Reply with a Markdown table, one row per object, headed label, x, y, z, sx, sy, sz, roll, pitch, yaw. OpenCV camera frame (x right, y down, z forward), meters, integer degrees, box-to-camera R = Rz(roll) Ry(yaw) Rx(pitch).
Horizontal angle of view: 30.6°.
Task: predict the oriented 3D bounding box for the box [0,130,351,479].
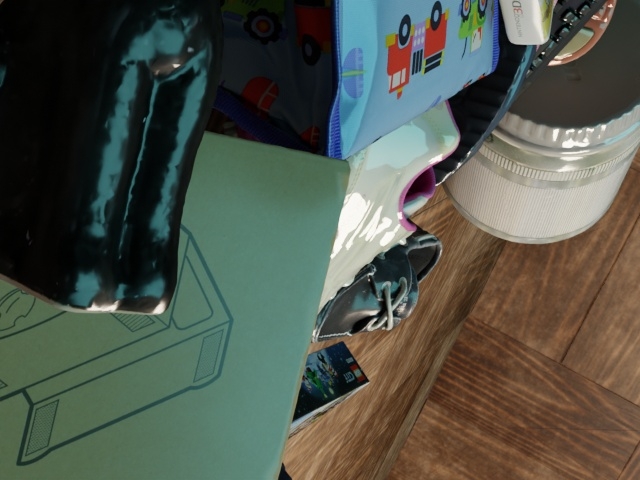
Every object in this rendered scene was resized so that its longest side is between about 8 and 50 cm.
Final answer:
| label | x | y | z | sx | sy | sz | roll | pitch | yaw |
| --- | --- | --- | --- | --- | --- | --- | --- | --- | --- |
| box | -0.093 | 0.030 | 0.441 | 0.201 | 0.021 | 0.165 | 11 | 96 | -31 |

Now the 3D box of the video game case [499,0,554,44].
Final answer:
| label | x | y | z | sx | sy | sz | roll | pitch | yaw |
| --- | --- | --- | --- | --- | --- | --- | --- | --- | --- |
| video game case | 0.105 | -0.248 | 0.581 | 0.206 | 0.026 | 0.227 | 57 | 40 | -61 |

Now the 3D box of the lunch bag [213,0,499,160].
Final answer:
| label | x | y | z | sx | sy | sz | roll | pitch | yaw |
| --- | --- | --- | --- | --- | --- | --- | --- | --- | --- |
| lunch bag | 0.021 | -0.210 | 0.546 | 0.221 | 0.138 | 0.293 | -36 | 142 | -57 |

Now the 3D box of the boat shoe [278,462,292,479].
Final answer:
| label | x | y | z | sx | sy | sz | roll | pitch | yaw |
| --- | --- | --- | --- | --- | --- | --- | --- | --- | --- |
| boat shoe | -0.124 | 0.275 | 1.001 | 0.340 | 0.158 | 0.127 | 5 | 120 | -45 |

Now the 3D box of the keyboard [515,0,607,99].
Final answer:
| label | x | y | z | sx | sy | sz | roll | pitch | yaw |
| --- | --- | --- | --- | --- | --- | --- | --- | --- | --- |
| keyboard | 0.127 | -0.155 | 1.000 | 0.317 | 0.033 | 0.201 | -49 | 143 | 18 |

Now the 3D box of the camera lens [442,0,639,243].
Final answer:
| label | x | y | z | sx | sy | sz | roll | pitch | yaw |
| --- | --- | --- | --- | --- | --- | --- | --- | --- | --- |
| camera lens | 0.244 | -0.138 | 1.288 | 0.219 | 0.219 | 0.274 | -57 | 166 | -20 |

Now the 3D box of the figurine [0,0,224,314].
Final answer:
| label | x | y | z | sx | sy | sz | roll | pitch | yaw |
| --- | --- | --- | --- | --- | --- | --- | --- | --- | --- |
| figurine | -0.102 | -0.093 | 0.295 | 0.214 | 0.092 | 0.210 | 4 | 108 | -52 |

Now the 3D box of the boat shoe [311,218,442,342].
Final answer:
| label | x | y | z | sx | sy | sz | roll | pitch | yaw |
| --- | --- | --- | --- | --- | --- | --- | --- | --- | --- |
| boat shoe | 0.047 | 0.044 | 1.169 | 0.301 | 0.102 | 0.108 | -34 | 150 | -64 |

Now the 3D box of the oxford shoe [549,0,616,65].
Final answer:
| label | x | y | z | sx | sy | sz | roll | pitch | yaw |
| --- | --- | --- | --- | --- | --- | --- | --- | --- | --- |
| oxford shoe | 0.221 | -0.362 | 1.035 | 0.147 | 0.140 | 0.397 | -98 | -162 | -55 |

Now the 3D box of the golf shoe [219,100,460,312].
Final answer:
| label | x | y | z | sx | sy | sz | roll | pitch | yaw |
| --- | --- | --- | --- | --- | --- | --- | --- | --- | --- |
| golf shoe | 0.000 | 0.000 | 0.760 | 0.306 | 0.140 | 0.115 | 109 | -29 | -59 |

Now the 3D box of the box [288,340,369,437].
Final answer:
| label | x | y | z | sx | sy | sz | roll | pitch | yaw |
| --- | --- | --- | --- | --- | --- | --- | --- | --- | --- |
| box | -0.069 | 0.152 | 0.897 | 0.159 | 0.044 | 0.233 | -38 | 170 | 19 |

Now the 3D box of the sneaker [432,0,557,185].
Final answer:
| label | x | y | z | sx | sy | sz | roll | pitch | yaw |
| --- | --- | --- | --- | --- | --- | --- | --- | --- | --- |
| sneaker | 0.124 | -0.177 | 0.820 | 0.319 | 0.112 | 0.131 | -64 | 164 | 16 |
